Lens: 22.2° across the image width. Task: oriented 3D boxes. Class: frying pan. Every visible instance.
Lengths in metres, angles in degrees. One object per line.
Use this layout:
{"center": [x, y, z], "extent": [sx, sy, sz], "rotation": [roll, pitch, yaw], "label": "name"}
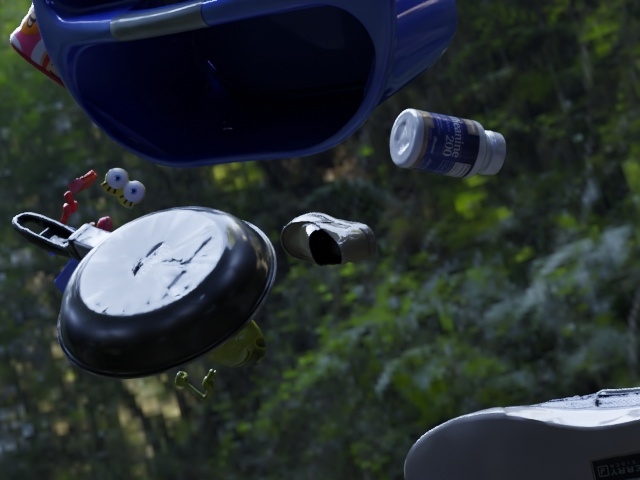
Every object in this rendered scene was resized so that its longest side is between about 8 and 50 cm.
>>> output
{"center": [-0.156, 0.004, 1.414], "extent": [0.197, 0.326, 0.053], "rotation": [-27, -52, -6], "label": "frying pan"}

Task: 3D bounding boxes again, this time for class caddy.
{"center": [-0.068, -0.182, 1.201], "extent": [0.341, 0.241, 0.179], "rotation": [-4, 20, 40], "label": "caddy"}

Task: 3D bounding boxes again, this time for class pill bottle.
{"center": [0.144, -0.106, 1.820], "extent": [0.120, 0.067, 0.067], "rotation": [8, -30, -25], "label": "pill bottle"}

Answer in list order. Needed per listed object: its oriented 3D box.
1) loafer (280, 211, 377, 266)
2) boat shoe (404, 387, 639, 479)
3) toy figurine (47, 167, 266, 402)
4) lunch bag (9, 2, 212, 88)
{"center": [0.000, 0.000, 1.853], "extent": [0.050, 0.056, 0.148], "rotation": [-18, 12, -39], "label": "loafer"}
{"center": [0.256, 0.195, 1.451], "extent": [0.340, 0.127, 0.158], "rotation": [-7, -2, 26], "label": "boat shoe"}
{"center": [-0.271, 0.092, 2.198], "extent": [0.191, 0.362, 0.217], "rotation": [-45, -4, 28], "label": "toy figurine"}
{"center": [-0.182, -0.198, 1.846], "extent": [0.120, 0.258, 0.293], "rotation": [-58, -14, 16], "label": "lunch bag"}
